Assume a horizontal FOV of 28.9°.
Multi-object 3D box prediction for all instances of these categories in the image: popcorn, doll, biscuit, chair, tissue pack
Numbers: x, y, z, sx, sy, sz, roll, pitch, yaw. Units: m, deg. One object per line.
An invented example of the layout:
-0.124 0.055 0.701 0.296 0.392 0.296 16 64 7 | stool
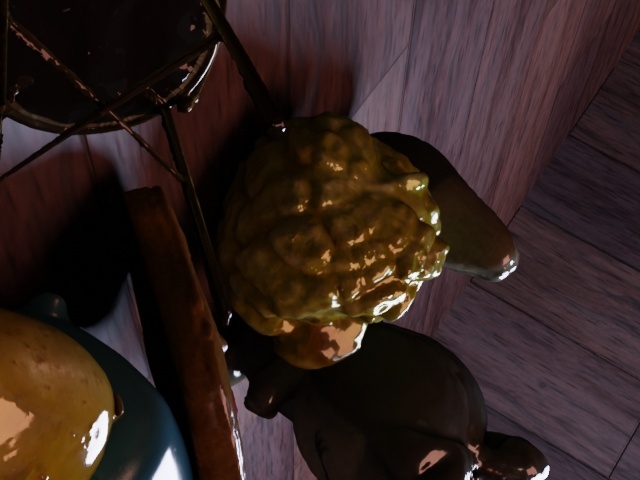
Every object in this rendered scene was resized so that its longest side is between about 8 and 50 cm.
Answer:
0.000 0.000 1.177 0.251 0.206 0.237 -48 -161 58 | popcorn
0.070 0.105 1.314 0.252 0.382 0.378 -13 127 -50 | doll
-0.102 0.103 0.970 0.049 0.257 0.273 -14 148 -14 | biscuit
-0.115 -0.113 0.684 0.325 0.170 0.159 -106 -155 -44 | chair
-0.191 0.176 0.860 0.206 0.198 0.287 -55 165 -24 | tissue pack

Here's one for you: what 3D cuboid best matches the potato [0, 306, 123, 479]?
-0.239 0.094 0.593 0.173 0.140 0.300 -33 156 31 | potato
